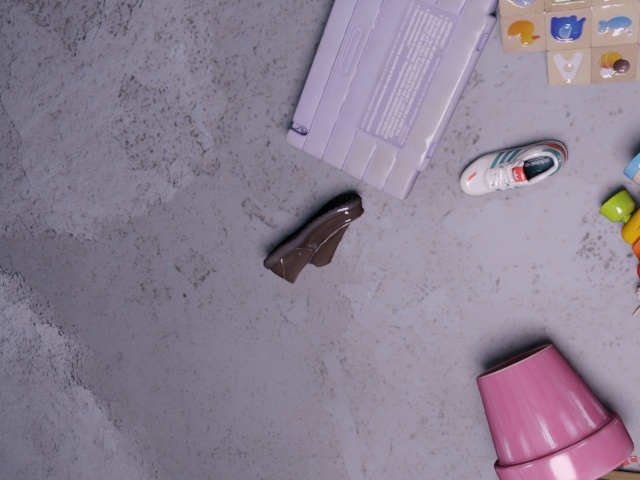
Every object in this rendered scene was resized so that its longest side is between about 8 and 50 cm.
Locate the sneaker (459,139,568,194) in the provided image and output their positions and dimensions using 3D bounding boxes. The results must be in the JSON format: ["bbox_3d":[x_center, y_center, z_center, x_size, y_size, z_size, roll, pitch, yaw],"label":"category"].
[{"bbox_3d":[0.275,-0.102,0.968,0.161,0.075,0.057,-15,100,26],"label":"sneaker"}]

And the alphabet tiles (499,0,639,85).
[{"bbox_3d":[0.359,-0.341,0.806,0.285,0.011,0.342,1,134,23],"label":"alphabet tiles"}]

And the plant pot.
[{"bbox_3d":[0.334,0.263,1.005,0.201,0.201,0.180,-31,76,28],"label":"plant pot"}]

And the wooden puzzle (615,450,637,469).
[{"bbox_3d":[0.461,0.346,1.069,0.083,0.006,0.049,-30,93,28],"label":"wooden puzzle"}]

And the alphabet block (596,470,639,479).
[{"bbox_3d":[0.431,0.479,1.016,0.197,0.193,0.192,-2,107,24],"label":"alphabet block"}]

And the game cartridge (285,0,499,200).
[{"bbox_3d":[0.107,-0.261,1.003,0.230,0.068,0.355,27,115,9],"label":"game cartridge"}]

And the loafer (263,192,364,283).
[{"bbox_3d":[0.000,0.000,1.126,0.220,0.080,0.078,-37,99,33],"label":"loafer"}]

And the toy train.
[{"bbox_3d":[0.444,-0.007,0.923,0.143,0.105,0.248,52,150,25],"label":"toy train"}]
